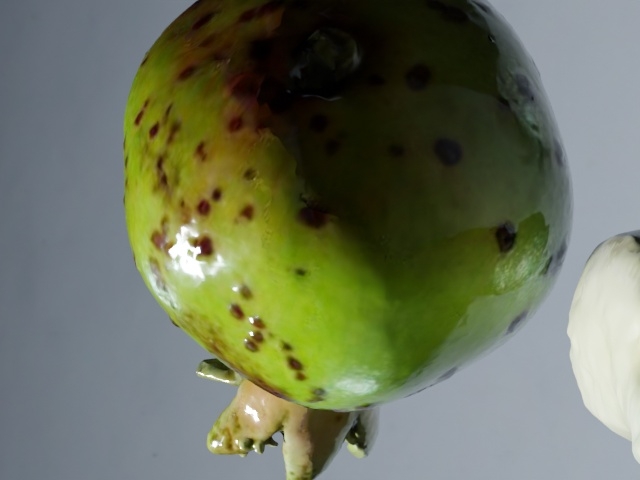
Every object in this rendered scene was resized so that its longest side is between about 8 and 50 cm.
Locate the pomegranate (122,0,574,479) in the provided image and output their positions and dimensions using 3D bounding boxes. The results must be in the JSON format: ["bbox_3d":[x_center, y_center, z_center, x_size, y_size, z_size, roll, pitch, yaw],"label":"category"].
[{"bbox_3d":[-0.005,-0.016,0.727,0.286,0.231,0.230,-50,53,56],"label":"pomegranate"}]

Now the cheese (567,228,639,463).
[{"bbox_3d":[0.181,0.055,0.546,0.159,0.263,0.093,14,97,0],"label":"cheese"}]
